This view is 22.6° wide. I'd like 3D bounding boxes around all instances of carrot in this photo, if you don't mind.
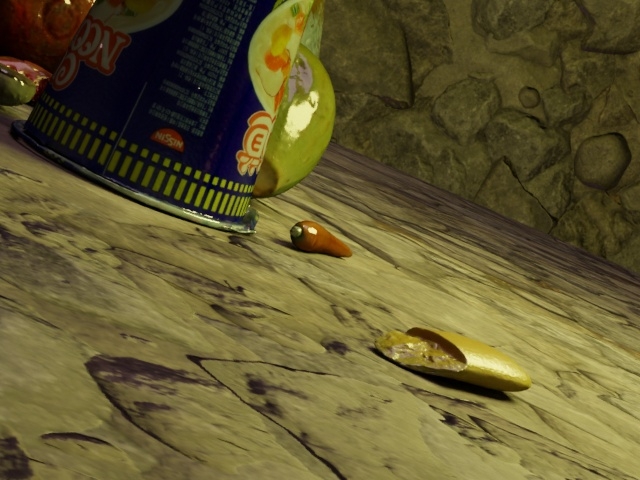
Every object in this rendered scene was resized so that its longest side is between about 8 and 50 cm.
[{"bbox_3d":[0.000,0.000,1.790,0.035,0.035,0.142,27,3,26],"label":"carrot"}]

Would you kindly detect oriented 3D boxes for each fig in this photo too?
[{"bbox_3d":[-0.073,-0.152,1.967,0.207,0.207,0.230,18,15,-42],"label":"fig"}]

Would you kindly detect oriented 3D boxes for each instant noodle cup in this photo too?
[{"bbox_3d":[-0.136,-0.203,1.689,0.284,0.312,0.284,24,7,-3],"label":"instant noodle cup"}]

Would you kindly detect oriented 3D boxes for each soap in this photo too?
[{"bbox_3d":[0.120,0.103,1.391,0.089,0.033,0.168,26,7,38],"label":"soap"}]

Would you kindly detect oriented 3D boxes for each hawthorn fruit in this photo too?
[{"bbox_3d":[-0.365,-0.315,2.074,0.224,0.224,0.261,27,-5,26],"label":"hawthorn fruit"}]

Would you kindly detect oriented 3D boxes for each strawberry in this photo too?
[{"bbox_3d":[-0.387,-0.208,1.994,0.152,0.048,0.104,22,3,-45],"label":"strawberry"}]

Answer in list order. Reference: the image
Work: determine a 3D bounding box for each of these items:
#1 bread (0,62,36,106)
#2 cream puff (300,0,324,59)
[{"bbox_3d":[-0.468,-0.225,1.801,0.286,0.056,0.207,26,4,18],"label":"bread"},{"bbox_3d":[-0.151,-0.295,2.342,0.276,0.378,0.378,5,3,12],"label":"cream puff"}]
